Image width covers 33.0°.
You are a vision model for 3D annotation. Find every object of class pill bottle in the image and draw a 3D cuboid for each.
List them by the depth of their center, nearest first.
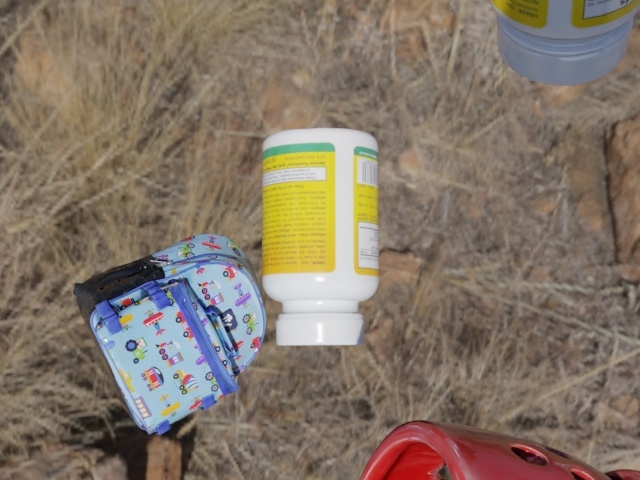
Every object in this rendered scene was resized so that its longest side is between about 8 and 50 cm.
[{"bbox_3d":[0.173,-0.216,0.750,0.119,0.208,0.119,-4,51,5],"label":"pill bottle"},{"bbox_3d":[0.000,0.000,1.073,0.118,0.117,0.208,0,84,-8],"label":"pill bottle"}]

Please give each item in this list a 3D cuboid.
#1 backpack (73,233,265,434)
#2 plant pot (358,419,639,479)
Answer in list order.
[{"bbox_3d":[-0.126,0.083,1.037,0.173,0.158,0.117,-25,22,-17],"label":"backpack"},{"bbox_3d":[0.117,0.208,0.620,0.174,0.191,0.191,12,47,-20],"label":"plant pot"}]
